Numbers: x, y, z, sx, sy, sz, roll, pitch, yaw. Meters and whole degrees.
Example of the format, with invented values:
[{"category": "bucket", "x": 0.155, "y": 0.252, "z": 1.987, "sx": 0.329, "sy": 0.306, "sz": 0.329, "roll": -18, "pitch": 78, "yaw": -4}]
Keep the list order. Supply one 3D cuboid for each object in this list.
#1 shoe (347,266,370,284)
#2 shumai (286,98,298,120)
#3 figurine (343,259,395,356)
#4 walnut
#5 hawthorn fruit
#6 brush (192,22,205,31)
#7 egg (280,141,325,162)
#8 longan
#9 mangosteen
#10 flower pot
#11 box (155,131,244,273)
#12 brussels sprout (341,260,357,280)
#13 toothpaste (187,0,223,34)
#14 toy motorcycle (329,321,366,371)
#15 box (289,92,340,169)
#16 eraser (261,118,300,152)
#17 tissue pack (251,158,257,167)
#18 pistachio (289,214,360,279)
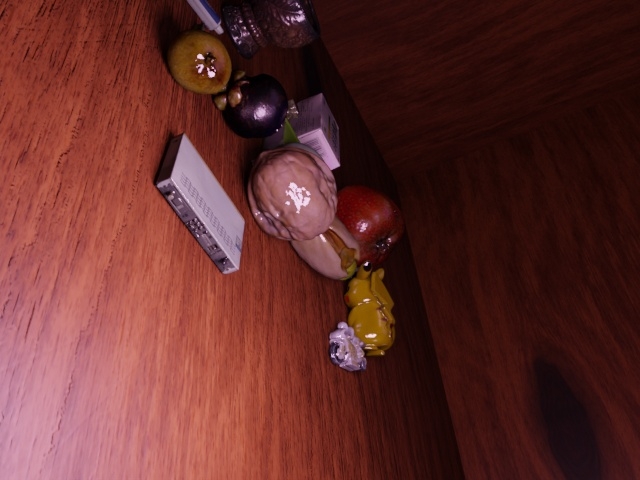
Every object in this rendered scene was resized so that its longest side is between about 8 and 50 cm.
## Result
[{"category": "shoe", "x": 0.152, "y": 0.174, "z": 2.393, "sx": 0.207, "sy": 0.091, "sz": 0.106, "roll": 53, "pitch": 44, "yaw": -57}, {"category": "shumai", "x": -0.125, "y": -0.461, "z": 2.226, "sx": 0.123, "sy": 0.087, "sz": 0.099, "roll": 10, "pitch": 62, "yaw": -71}, {"category": "figurine", "x": 0.170, "y": 0.231, "z": 2.189, "sx": 0.218, "sy": 0.169, "sz": 0.327, "roll": 49, "pitch": 25, "yaw": -62}, {"category": "walnut", "x": -0.078, "y": -0.128, "z": 1.698, "sx": 0.273, "sy": 0.226, "sz": 0.273, "roll": 53, "pitch": 22, "yaw": -32}, {"category": "hawthorn fruit", "x": 0.122, "y": -0.071, "z": 2.308, "sx": 0.368, "sy": 0.285, "sz": 0.284, "roll": 33, "pitch": -3, "yaw": 28}, {"category": "brush", "x": -0.338, "y": -0.543, "z": 1.709, "sx": 0.190, "sy": 0.034, "sz": 0.028, "roll": -91, "pitch": 172, "yaw": -53}, {"category": "egg", "x": -0.056, "y": -0.204, "z": 1.887, "sx": 0.192, "sy": 0.149, "sz": 0.149, "roll": 50, "pitch": 20, "yaw": -13}, {"category": "longan", "x": -0.282, "y": -0.422, "z": 1.496, "sx": 0.154, "sy": 0.176, "sz": 0.145, "roll": 6, "pitch": 103, "yaw": -36}, {"category": "mangosteen", "x": -0.199, "y": -0.383, "z": 1.732, "sx": 0.230, "sy": 0.194, "sz": 0.194, "roll": 34, "pitch": 30, "yaw": -20}, {"category": "flower pot", "x": -0.169, "y": -0.745, "z": 2.102, "sx": 0.266, "sy": 0.267, "sz": 0.267, "roll": -19, "pitch": 90, "yaw": -75}, {"category": "box", "x": -0.253, "y": -0.076, "z": 1.371, "sx": 0.211, "sy": 0.045, "sz": 0.270, "roll": -92, "pitch": 156, "yaw": -50}, {"category": "brussels sprout", "x": 0.053, "y": 0.068, "z": 2.102, "sx": 0.155, "sy": 0.117, "sz": 0.155, "roll": 27, "pitch": 44, "yaw": -30}, {"category": "toothpaste", "x": -0.360, "y": -0.692, "z": 1.803, "sx": 0.268, "sy": 0.047, "sz": 0.069, "roll": 47, "pitch": 40, "yaw": -47}, {"category": "toy motorcycle", "x": 0.084, "y": 0.329, "z": 1.957, "sx": 0.228, "sy": 0.074, "sz": 0.151, "roll": 29, "pitch": 47, "yaw": -54}, {"category": "box", "x": -0.025, "y": -0.399, "z": 2.383, "sx": 0.333, "sy": 0.145, "sz": 0.173, "roll": -89, "pitch": 156, "yaw": -54}, {"category": "eraser", "x": -0.087, "y": -0.241, "z": 2.072, "sx": 0.274, "sy": 0.092, "sz": 0.210, "roll": 58, "pitch": 19, "yaw": -31}, {"category": "tissue pack", "x": -0.167, "y": -0.207, "z": 1.852, "sx": 0.083, "sy": 0.035, "sz": 0.063, "roll": -14, "pitch": 84, "yaw": -74}, {"category": "pistachio", "x": 0.000, "y": 0.000, "z": 1.923, "sx": 0.197, "sy": 0.166, "sz": 0.288, "roll": 21, "pitch": -26, "yaw": 54}]
